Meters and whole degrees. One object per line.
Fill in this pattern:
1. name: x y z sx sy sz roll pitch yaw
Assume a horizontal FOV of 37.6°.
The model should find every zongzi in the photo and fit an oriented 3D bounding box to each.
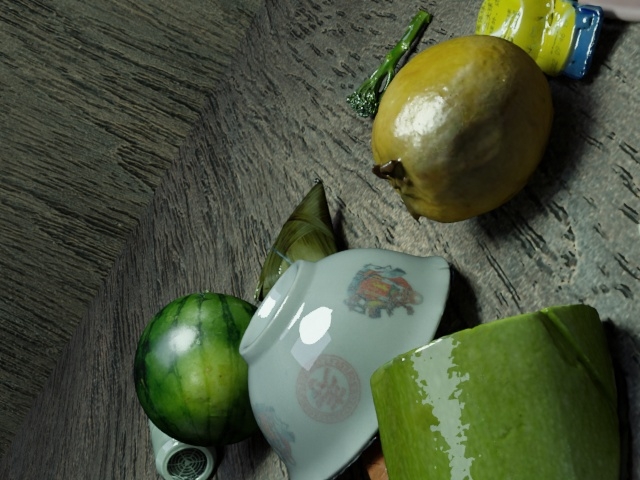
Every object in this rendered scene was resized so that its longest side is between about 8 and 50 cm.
1. zongzi: 0.000 0.000 1.489 0.221 0.112 0.242 -9 56 66

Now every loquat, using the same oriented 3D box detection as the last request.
1. loquat: 0.174 -0.136 1.138 0.238 0.193 0.238 -26 36 21

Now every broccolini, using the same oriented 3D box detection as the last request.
1. broccolini: 0.130 -0.307 1.641 0.216 0.067 0.058 -51 26 6

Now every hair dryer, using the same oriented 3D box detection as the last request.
1. hair dryer: -0.169 0.247 1.634 0.357 0.107 0.173 -54 25 7

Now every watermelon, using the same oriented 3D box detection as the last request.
1. watermelon: -0.172 0.201 1.474 0.242 0.242 0.242 -49 25 33

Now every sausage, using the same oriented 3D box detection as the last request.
1. sausage: 0.083 0.260 1.056 0.065 0.065 0.169 -56 22 17

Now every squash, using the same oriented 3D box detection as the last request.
1. squash: 0.179 0.244 0.860 0.233 0.210 0.309 -38 61 46

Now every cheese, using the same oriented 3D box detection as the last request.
1. cheese: 0.271 -0.271 1.210 0.270 0.069 0.177 -134 53 -62

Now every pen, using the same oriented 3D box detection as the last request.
1. pen: 0.351 -0.288 1.121 0.053 0.032 0.197 -61 23 10

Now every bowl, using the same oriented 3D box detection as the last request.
1. bowl: 0.000 0.123 1.181 0.345 0.157 0.345 -54 9 13

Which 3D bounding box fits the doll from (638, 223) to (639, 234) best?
1. doll: 0.315 -0.002 0.858 0.085 0.040 0.058 -82 15 -49
